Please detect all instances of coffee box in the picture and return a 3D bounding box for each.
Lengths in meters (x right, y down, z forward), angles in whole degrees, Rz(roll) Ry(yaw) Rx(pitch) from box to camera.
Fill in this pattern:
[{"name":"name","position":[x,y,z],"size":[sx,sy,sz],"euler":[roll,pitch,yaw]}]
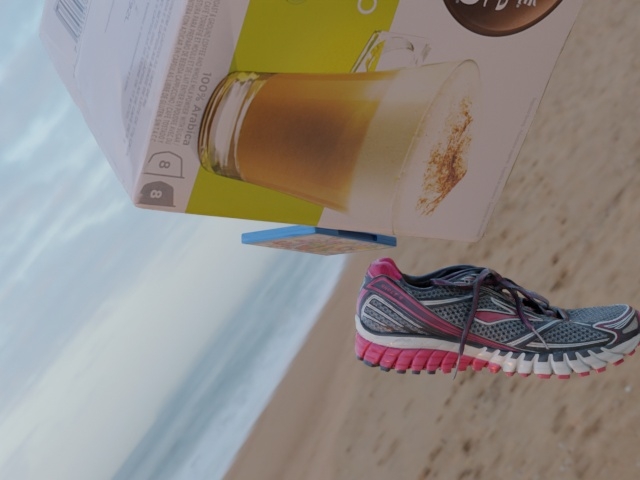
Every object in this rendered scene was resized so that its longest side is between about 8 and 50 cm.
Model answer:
[{"name":"coffee box","position":[-0.010,-0.235,0.983],"size":[0.338,0.334,0.337],"euler":[52,128,51]}]

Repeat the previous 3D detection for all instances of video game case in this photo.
[{"name":"video game case","position":[0.000,0.000,1.453],"size":[0.119,0.015,0.166],"euler":[-7,-11,38]}]

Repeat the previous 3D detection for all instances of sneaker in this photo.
[{"name":"sneaker","position":[0.187,0.080,1.207],"size":[0.121,0.299,0.112],"euler":[-102,13,-83]}]
